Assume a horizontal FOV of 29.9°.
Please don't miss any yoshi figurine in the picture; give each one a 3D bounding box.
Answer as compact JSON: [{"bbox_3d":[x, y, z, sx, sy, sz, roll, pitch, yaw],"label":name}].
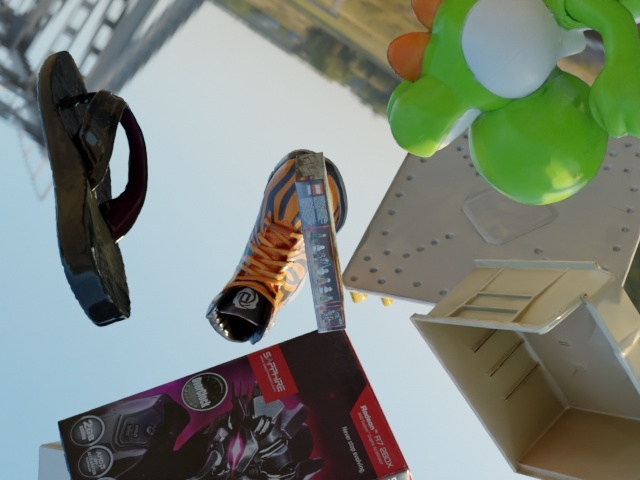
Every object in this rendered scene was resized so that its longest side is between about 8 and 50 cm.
[{"bbox_3d":[0.223,-0.165,0.923,0.203,0.362,0.203,56,-164,21],"label":"yoshi figurine"}]

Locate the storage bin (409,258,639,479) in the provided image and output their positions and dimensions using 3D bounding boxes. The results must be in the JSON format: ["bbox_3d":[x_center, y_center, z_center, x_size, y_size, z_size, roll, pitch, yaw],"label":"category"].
[{"bbox_3d":[0.282,0.160,1.404,0.262,0.123,0.260,56,156,-18],"label":"storage bin"}]

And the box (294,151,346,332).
[{"bbox_3d":[0.000,0.000,1.046,0.027,0.137,0.094,-8,-163,2],"label":"box"}]

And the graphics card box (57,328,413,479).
[{"bbox_3d":[-0.102,0.259,1.400,0.094,0.371,0.233,79,170,-49],"label":"graphics card box"}]

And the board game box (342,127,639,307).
[{"bbox_3d":[0.279,-0.029,1.769,0.390,0.390,0.050,10,140,26],"label":"board game box"}]

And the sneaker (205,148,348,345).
[{"bbox_3d":[-0.063,0.032,1.672,0.125,0.321,0.180,24,-138,6],"label":"sneaker"}]

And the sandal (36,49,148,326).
[{"bbox_3d":[-0.270,-0.081,1.518,0.167,0.107,0.445,66,-176,-50],"label":"sandal"}]

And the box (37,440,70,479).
[{"bbox_3d":[-0.263,0.409,1.859,0.168,0.215,0.345,5,-178,31],"label":"box"}]
